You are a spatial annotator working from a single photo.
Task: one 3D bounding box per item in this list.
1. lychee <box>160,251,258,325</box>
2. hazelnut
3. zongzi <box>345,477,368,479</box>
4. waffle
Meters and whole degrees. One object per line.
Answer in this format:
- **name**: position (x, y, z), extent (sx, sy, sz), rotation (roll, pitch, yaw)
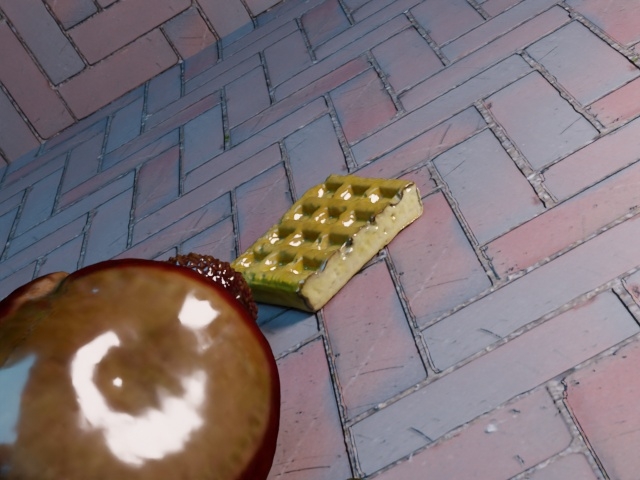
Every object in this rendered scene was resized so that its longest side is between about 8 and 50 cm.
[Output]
- **lychee**: position (-0.176, 0.103, 1.559), extent (0.188, 0.188, 0.188), rotation (-27, 24, 13)
- **hazelnut**: position (-0.238, 0.203, 1.234), extent (0.359, 0.359, 0.409), rotation (-13, 22, 37)
- **zongzi**: position (0.075, 0.297, 0.995), extent (0.187, 0.084, 0.184), rotation (-4, 50, 41)
- **waffle**: position (0.000, 0.000, 1.688), extent (0.248, 0.055, 0.221), rotation (-43, 25, -22)
